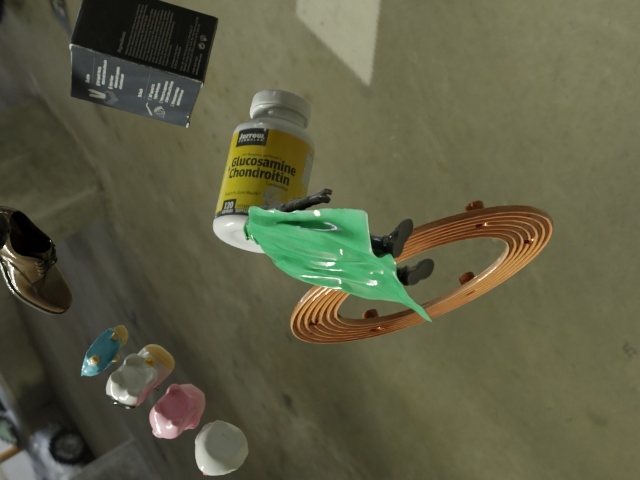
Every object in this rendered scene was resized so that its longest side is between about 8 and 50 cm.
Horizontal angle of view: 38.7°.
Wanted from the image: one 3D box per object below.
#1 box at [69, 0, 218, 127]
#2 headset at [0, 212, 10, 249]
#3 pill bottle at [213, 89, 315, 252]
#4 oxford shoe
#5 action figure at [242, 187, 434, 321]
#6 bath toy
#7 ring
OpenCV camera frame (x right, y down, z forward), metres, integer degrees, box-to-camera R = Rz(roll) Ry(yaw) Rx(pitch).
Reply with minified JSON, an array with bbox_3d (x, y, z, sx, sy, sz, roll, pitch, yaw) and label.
[{"bbox_3d":[-0.220,-0.224,1.118,0.156,0.158,0.093,140,142,-69],"label":"box"},{"bbox_3d":[-0.391,0.089,0.659,0.185,0.394,0.243,33,142,11],"label":"headset"},{"bbox_3d":[-0.063,-0.084,1.100,0.103,0.103,0.184,135,147,-67],"label":"pill bottle"},{"bbox_3d":[-0.462,0.039,1.469,0.096,0.082,0.227,-2,135,32],"label":"oxford shoe"},{"bbox_3d":[0.000,0.000,0.869,0.232,0.063,0.137,12,140,46],"label":"action figure"},{"bbox_3d":[-0.278,0.304,1.673,0.348,0.151,0.129,39,141,10],"label":"bath toy"},{"bbox_3d":[0.119,0.040,1.100,0.336,0.337,0.032,110,143,-62],"label":"ring"}]
